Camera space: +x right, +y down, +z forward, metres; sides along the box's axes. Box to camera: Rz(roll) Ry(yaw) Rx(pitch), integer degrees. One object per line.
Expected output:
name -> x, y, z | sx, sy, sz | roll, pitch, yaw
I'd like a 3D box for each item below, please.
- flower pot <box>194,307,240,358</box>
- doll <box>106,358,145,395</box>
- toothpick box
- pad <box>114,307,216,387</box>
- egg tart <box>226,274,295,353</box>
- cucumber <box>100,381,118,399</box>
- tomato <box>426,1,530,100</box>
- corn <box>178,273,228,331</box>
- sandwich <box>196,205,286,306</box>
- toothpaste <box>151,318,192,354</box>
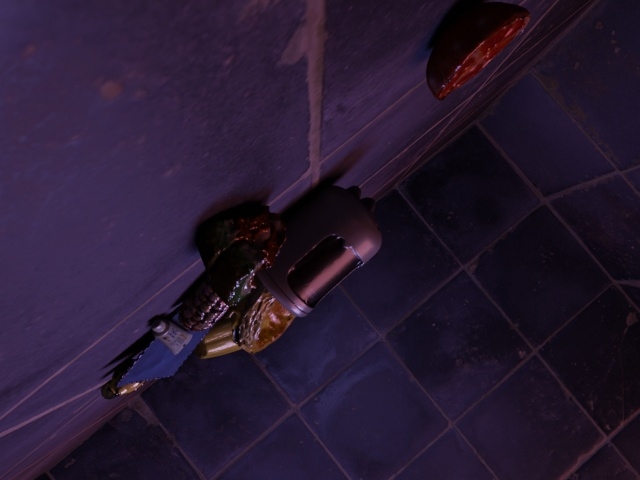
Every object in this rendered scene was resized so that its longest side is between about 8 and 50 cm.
flower pot -> -0.339, 0.296, 1.437 | 0.179, 0.195, 0.195 | -20, 165, -40
doll -> -0.476, 0.339, 1.248 | 0.117, 0.086, 0.291 | 4, -151, 37
toothpick box -> 0.000, 0.000, 1.028 | 0.316, 0.229, 0.229 | -41, 177, 0
pad -> -0.382, 0.273, 1.151 | 0.270, 0.012, 0.269 | -50, 163, -3
egg tart -> -0.148, 0.163, 1.322 | 0.388, 0.169, 0.388 | -46, 160, -22
cucumber -> -0.623, 0.453, 1.380 | 0.058, 0.058, 0.187 | -40, 177, 8
tomato -> 0.209, -0.279, 0.606 | 0.155, 0.069, 0.155 | -36, 175, -3
corn -> -0.225, 0.107, 0.937 | 0.280, 0.092, 0.092 | -47, 173, 35
sandwich -> -0.111, 0.013, 0.680 | 0.160, 0.109, 0.185 | -36, 176, -22
toothpaste -> -0.358, 0.229, 1.034 | 0.067, 0.037, 0.255 | -50, 167, -20
